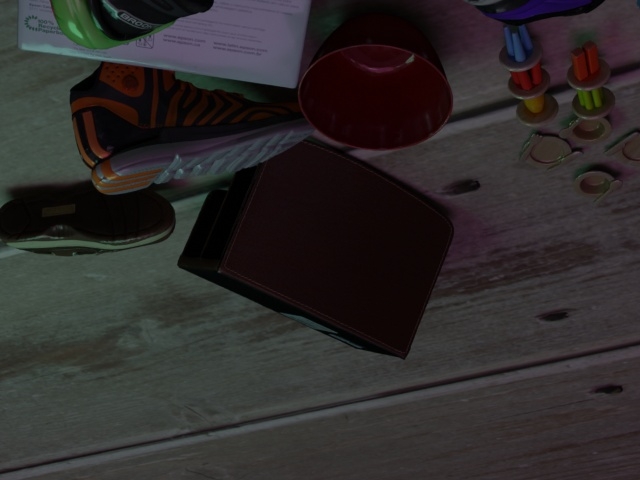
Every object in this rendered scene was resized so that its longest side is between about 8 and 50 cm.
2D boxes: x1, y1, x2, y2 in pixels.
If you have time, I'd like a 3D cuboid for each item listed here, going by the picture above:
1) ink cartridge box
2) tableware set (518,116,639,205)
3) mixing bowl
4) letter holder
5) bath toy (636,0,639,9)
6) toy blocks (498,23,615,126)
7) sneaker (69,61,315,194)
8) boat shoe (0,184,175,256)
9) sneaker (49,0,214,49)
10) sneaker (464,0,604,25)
[{"bbox_3d":[-0.160,-0.333,1.623,0.324,0.071,0.330,8,129,-4],"label":"ink cartridge box"},{"bbox_3d":[0.347,-0.110,1.912,0.168,0.020,0.141,23,140,-23],"label":"tableware set"},{"bbox_3d":[0.066,-0.200,1.762,0.181,0.098,0.181,3,143,2],"label":"mixing bowl"},{"bbox_3d":[0.000,0.000,2.021,0.301,0.214,0.152,26,171,-24],"label":"letter holder"},{"bbox_3d":[0.472,-0.221,1.608,0.129,0.151,0.348,-46,143,20],"label":"bath toy"},{"bbox_3d":[0.277,-0.205,1.765,0.123,0.054,0.148,-6,141,17],"label":"toy blocks"},{"bbox_3d":[-0.154,-0.174,1.810,0.321,0.180,0.124,-12,166,-37],"label":"sneaker"},{"bbox_3d":[-0.314,-0.022,2.072,0.257,0.095,0.095,1,157,16],"label":"boat shoe"},{"bbox_3d":[-0.187,-0.406,1.429,0.202,0.185,0.483,-8,137,-6],"label":"sneaker"},{"bbox_3d":[0.294,-0.313,1.593,0.293,0.102,0.146,-22,151,25],"label":"sneaker"}]
